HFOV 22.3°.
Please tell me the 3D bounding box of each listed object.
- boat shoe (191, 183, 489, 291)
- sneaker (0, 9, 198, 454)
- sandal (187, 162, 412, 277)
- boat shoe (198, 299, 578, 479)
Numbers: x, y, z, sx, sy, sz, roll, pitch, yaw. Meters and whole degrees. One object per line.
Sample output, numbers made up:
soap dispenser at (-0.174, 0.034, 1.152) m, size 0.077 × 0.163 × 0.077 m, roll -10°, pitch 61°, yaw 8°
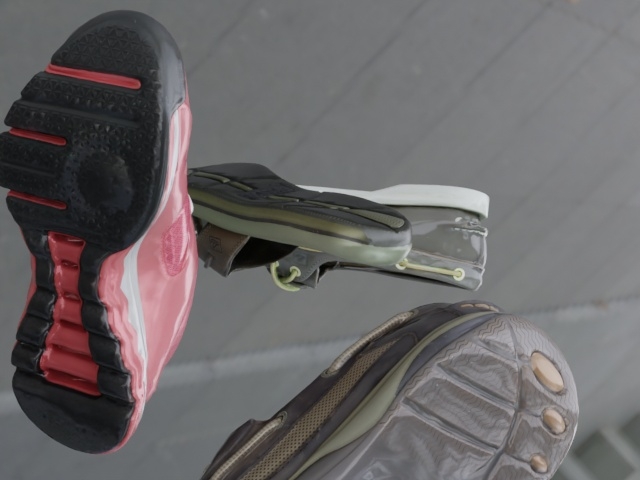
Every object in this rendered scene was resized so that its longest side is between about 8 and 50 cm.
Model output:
boat shoe at (0.000, -0.001, 1.472) m, size 0.305 × 0.091 × 0.109 m, roll 1°, pitch 172°, yaw 5°
sneaker at (-0.136, -0.017, 1.085) m, size 0.136 × 0.116 × 0.314 m, roll -49°, pitch 153°, yaw -57°
sandal at (-0.058, -0.007, 1.327) m, size 0.120 × 0.302 × 0.086 m, roll -11°, pitch 110°, yaw -44°
boat shoe at (-0.011, 0.170, 0.915) m, size 0.355 × 0.132 × 0.130 m, roll -39°, pitch -161°, yaw -3°
